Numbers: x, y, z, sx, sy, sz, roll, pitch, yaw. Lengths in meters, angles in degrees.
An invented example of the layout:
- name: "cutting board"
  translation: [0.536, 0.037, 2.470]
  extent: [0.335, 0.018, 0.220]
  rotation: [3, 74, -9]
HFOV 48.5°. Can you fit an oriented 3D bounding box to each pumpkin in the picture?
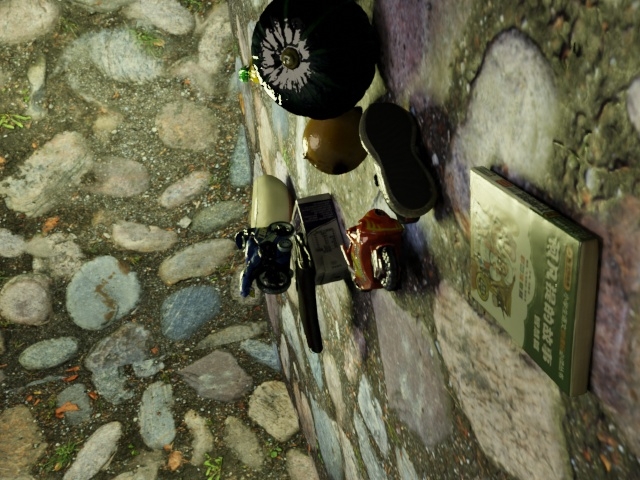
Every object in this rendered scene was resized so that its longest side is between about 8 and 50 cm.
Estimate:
- name: "pumpkin"
  translation: [0.005, -0.358, 1.348]
  extent: [0.248, 0.248, 0.247]
  rotation: [169, 90, -79]

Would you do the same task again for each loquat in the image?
- name: "loquat"
  translation: [0.035, -0.206, 1.449]
  extent: [0.137, 0.163, 0.163]
  rotation: [47, 152, 31]

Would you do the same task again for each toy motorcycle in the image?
- name: "toy motorcycle"
  translation: [-0.156, 0.043, 1.929]
  extent: [0.315, 0.169, 0.113]
  rotation: [-88, 0, -53]
- name: "toy motorcycle"
  translation: [0.109, 0.026, 1.437]
  extent: [0.298, 0.089, 0.171]
  rotation: [154, 106, -79]

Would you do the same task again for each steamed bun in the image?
- name: "steamed bun"
  translation: [-0.168, -0.117, 2.524]
  extent: [0.232, 0.145, 0.231]
  rotation: [-177, 90, -82]

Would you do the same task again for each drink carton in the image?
- name: "drink carton"
  translation: [0.000, 0.001, 1.934]
  extent: [0.134, 0.102, 0.222]
  rotation: [114, 142, -67]

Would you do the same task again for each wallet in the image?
- name: "wallet"
  translation: [-0.040, 0.139, 1.905]
  extent: [0.172, 0.045, 0.318]
  rotation: [-110, 12, -49]

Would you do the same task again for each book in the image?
- name: "book"
  translation: [0.254, 0.039, 0.887]
  extent: [0.264, 0.027, 0.202]
  rotation: [-123, 25, -62]

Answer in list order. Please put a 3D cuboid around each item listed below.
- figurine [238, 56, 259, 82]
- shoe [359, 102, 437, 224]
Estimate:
- name: "figurine"
  translation: [-0.168, -0.522, 2.111]
  extent: [0.115, 0.156, 0.094]
  rotation: [113, 145, -74]
- name: "shoe"
  translation: [0.127, -0.125, 1.211]
  extent: [0.112, 0.099, 0.227]
  rotation: [86, 169, -64]
